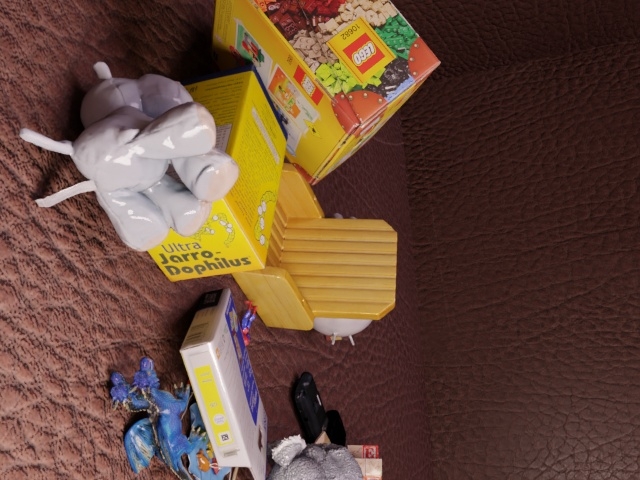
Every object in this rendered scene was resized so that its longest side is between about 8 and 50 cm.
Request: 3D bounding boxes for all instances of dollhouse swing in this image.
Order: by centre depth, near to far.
[{"bbox_3d":[0.000,0.000,1.803,0.315,0.305,0.346,63,26,-46],"label":"dollhouse swing"}]

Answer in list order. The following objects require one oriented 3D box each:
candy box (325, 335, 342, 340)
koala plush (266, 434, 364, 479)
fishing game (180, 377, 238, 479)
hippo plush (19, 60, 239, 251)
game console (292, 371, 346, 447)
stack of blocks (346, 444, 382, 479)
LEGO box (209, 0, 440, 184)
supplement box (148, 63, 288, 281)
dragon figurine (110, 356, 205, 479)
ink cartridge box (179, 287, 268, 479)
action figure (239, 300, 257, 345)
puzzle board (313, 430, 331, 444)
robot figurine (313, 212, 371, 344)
[{"bbox_3d":[0.040,0.194,2.256,0.186,0.053,0.109,-75,152,-50],"label":"candy box"},{"bbox_3d":[-0.033,0.467,1.468,0.221,0.203,0.196,49,32,-64],"label":"koala plush"},{"bbox_3d":[-0.202,0.381,1.421,0.189,0.041,0.264,-75,151,-57],"label":"fishing game"},{"bbox_3d":[-0.289,-0.137,1.177,0.236,0.294,0.234,-118,-157,-50],"label":"hippo plush"},{"bbox_3d":[0.000,0.492,1.999,0.213,0.044,0.361,-72,150,-54],"label":"game console"},{"bbox_3d":[0.113,0.644,2.056,0.297,0.087,0.171,89,2,-71],"label":"stack of blocks"},{"bbox_3d":[-0.025,-0.349,1.490,0.372,0.193,0.500,50,-12,-1],"label":"LEGO box"},{"bbox_3d":[-0.199,-0.128,1.411,0.195,0.194,0.356,63,25,-44],"label":"supplement box"},{"bbox_3d":[-0.254,0.317,1.204,0.144,0.085,0.289,-29,109,-72],"label":"dragon figurine"},{"bbox_3d":[-0.169,0.277,1.407,0.303,0.072,0.307,-100,178,-77],"label":"ink cartridge box"},{"bbox_3d":[-0.164,0.189,1.648,0.038,0.030,0.115,54,37,-46],"label":"action figure"},{"bbox_3d":[-0.011,0.556,1.898,0.128,0.011,0.096,-46,125,-36],"label":"puzzle board"},{"bbox_3d":[0.048,0.109,2.069,0.300,0.200,0.353,9,72,-48],"label":"robot figurine"}]
